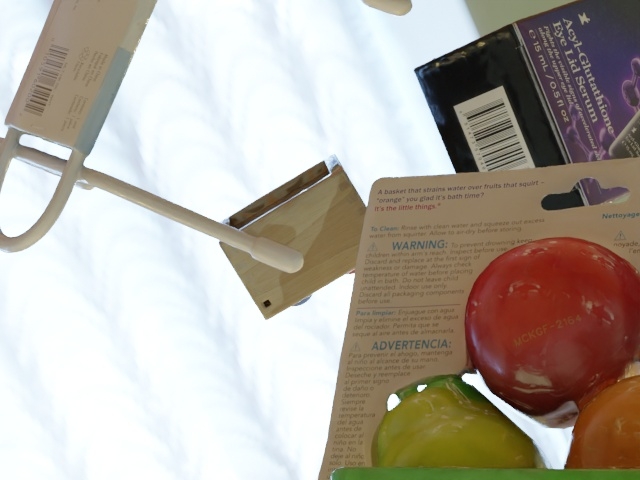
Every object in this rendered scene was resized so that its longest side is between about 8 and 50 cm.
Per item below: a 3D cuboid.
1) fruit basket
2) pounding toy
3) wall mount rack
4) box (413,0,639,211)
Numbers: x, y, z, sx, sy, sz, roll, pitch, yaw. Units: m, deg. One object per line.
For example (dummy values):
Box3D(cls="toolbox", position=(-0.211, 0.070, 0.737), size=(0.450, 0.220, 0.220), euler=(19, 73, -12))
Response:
Box3D(cls="fruit basket", position=(0.154, 0.109, 1.090), size=(0.327, 0.165, 0.353), euler=(-4, -125, 26))
Box3D(cls="pounding toy", position=(0.000, 0.000, 1.411), size=(0.130, 0.100, 0.141), euler=(-31, -171, 2))
Box3D(cls="wall mount rack", position=(-0.108, -0.127, 1.356), size=(0.130, 0.350, 0.304), euler=(24, 177, -41))
Box3D(cls="box", position=(0.194, -0.102, 1.383), size=(0.108, 0.153, 0.207), euler=(-21, -177, 45))
